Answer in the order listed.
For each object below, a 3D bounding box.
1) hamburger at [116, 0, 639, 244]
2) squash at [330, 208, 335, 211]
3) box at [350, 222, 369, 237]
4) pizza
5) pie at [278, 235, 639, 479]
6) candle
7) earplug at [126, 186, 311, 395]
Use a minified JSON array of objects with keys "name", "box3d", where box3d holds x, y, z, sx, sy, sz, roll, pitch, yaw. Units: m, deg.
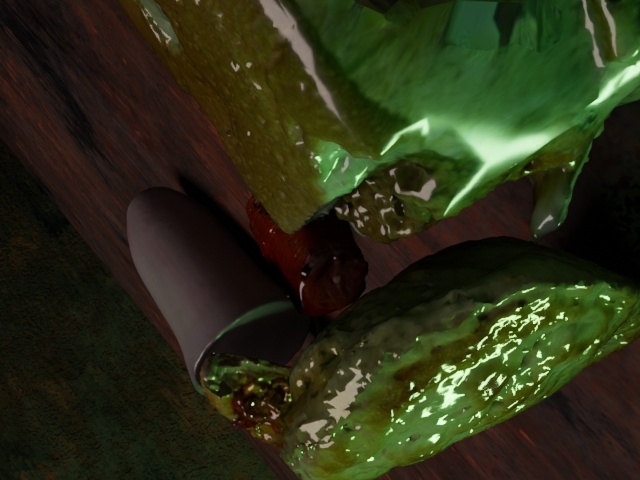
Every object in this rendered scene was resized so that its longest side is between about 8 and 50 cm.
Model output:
[{"name":"hamburger","box3d":[0.022,-0.118,0.391,0.288,0.168,0.192,54,162,-5]},{"name":"squash","box3d":[0.000,0.000,0.890,0.052,0.052,0.183,40,156,35]},{"name":"box","box3d":[0.040,-0.072,0.583,0.122,0.089,0.062,57,152,-14]},{"name":"pizza","box3d":[-0.011,0.217,1.134,0.229,0.081,0.289,-8,147,29]},{"name":"pie","box3d":[0.073,0.059,0.498,0.248,0.201,0.090,12,-132,-63]},{"name":"candle","box3d":[-0.011,-0.004,0.533,0.048,0.053,0.162,17,-167,-23]},{"name":"earplug","box3d":[-0.163,0.038,1.235,0.301,0.172,0.172,51,164,31]}]
